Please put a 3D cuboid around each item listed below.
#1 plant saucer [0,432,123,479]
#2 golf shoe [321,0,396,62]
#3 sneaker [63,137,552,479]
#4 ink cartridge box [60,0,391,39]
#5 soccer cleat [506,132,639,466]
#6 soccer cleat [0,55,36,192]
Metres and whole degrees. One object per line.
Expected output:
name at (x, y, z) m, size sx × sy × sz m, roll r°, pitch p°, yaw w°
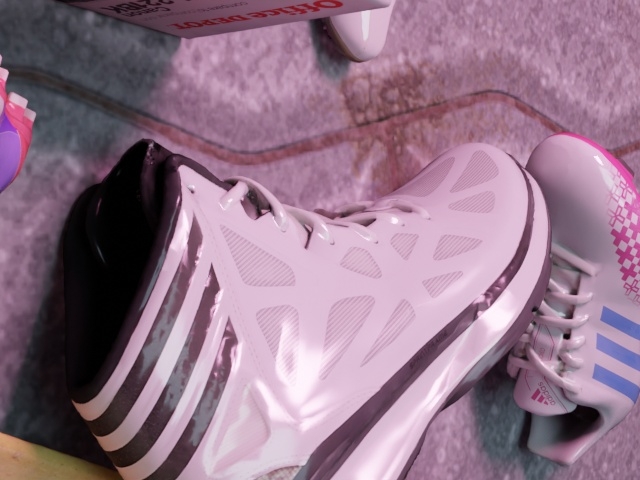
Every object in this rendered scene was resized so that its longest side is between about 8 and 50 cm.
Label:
plant saucer at (-0.190, 0.250, 0.580) m, size 0.333 × 0.081 × 0.332 m, roll 33°, pitch 35°, yaw -46°
golf shoe at (0.045, -0.230, 0.914) m, size 0.067 × 0.086 × 0.186 m, roll 9°, pitch 85°, yaw -47°
sneaker at (0.001, 0.000, 0.808) m, size 0.257 × 0.169 × 0.447 m, roll 57°, pitch 45°, yaw -19°
ink cartridge box at (-0.111, -0.206, 0.671) m, size 0.273 × 0.197 × 0.114 m, roll 8°, pitch 85°, yaw -45°
soccer cleat at (0.217, 0.067, 1.025) m, size 0.143 × 0.116 × 0.331 m, roll -45°, pitch 137°, yaw -29°
soccer cleat at (-0.198, -0.052, 0.579) m, size 0.083 × 0.248 × 0.095 m, roll 25°, pitch 85°, yaw -1°
